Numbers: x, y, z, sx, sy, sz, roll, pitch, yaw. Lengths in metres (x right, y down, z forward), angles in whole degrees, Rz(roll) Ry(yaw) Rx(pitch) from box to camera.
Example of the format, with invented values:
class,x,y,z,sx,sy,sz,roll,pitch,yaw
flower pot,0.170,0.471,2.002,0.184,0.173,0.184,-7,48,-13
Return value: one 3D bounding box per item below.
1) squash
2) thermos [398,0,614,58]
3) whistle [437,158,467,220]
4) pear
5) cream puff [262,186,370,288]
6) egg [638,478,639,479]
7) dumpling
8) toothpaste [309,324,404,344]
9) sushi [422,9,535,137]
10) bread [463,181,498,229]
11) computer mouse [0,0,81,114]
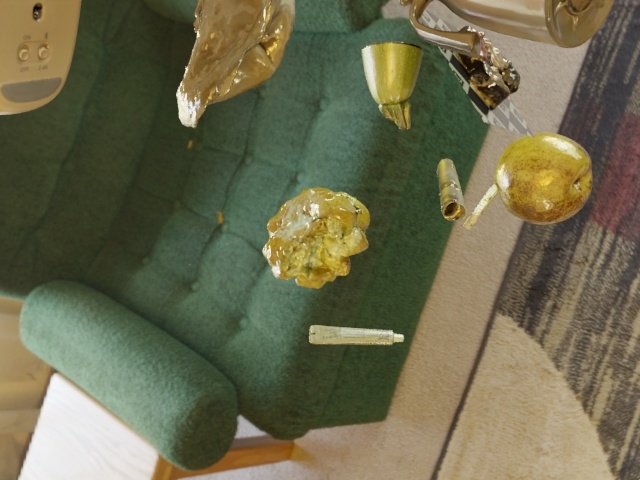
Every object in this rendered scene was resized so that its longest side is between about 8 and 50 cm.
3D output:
class,x,y,z,sx,sy,sz,roll,pitch,yaw
squash,0.116,-0.251,0.967,0.105,0.105,0.132,5,96,35
thermos,0.159,-0.241,0.555,0.193,0.105,0.137,34,91,43
whistle,0.341,-0.137,1.535,0.057,0.326,0.068,-18,111,16
pear,0.472,-0.132,1.211,0.197,0.197,0.197,-9,73,33
cream puff,-0.001,-0.004,1.151,0.221,0.195,0.194,-35,61,18
egg,0.628,0.487,0.980,0.176,0.176,0.232,-64,10,5
dumpling,-0.072,-0.286,0.680,0.166,0.086,0.332,19,99,41
toothpaste,0.075,0.199,1.209,0.197,0.029,0.048,2,42,-1
sushi,0.266,-0.280,0.922,0.047,0.220,0.231,-37,70,33
bread,0.424,-0.095,1.509,0.028,0.068,0.153,37,62,10
computer mouse,-0.307,-0.241,0.573,0.082,0.145,0.236,27,120,13
